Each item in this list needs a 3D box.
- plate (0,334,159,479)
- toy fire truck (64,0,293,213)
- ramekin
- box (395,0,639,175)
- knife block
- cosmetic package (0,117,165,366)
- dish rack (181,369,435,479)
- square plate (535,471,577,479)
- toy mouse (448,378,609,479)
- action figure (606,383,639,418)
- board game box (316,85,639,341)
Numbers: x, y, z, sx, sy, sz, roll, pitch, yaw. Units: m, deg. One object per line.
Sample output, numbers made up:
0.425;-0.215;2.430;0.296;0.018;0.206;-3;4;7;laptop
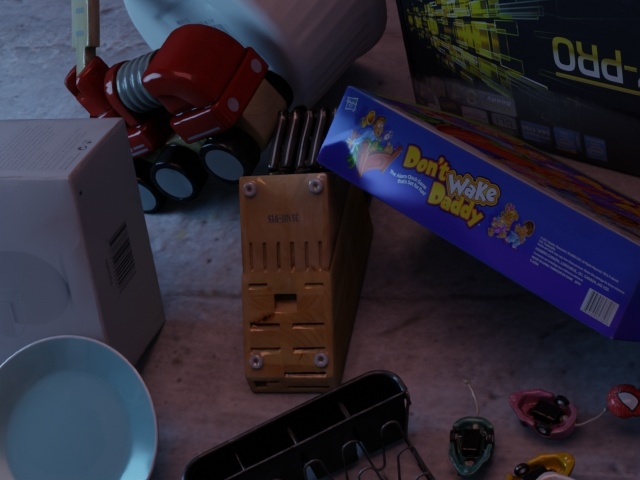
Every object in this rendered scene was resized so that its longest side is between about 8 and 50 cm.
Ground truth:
-0.230;0.180;1.418;0.188;0.024;0.188;-3;79;17;plate
-0.173;-0.179;1.606;0.217;0.246;0.158;-15;37;44;toy fire truck
-0.079;-0.254;1.672;0.277;0.277;0.135;21;64;32;ramekin
0.254;-0.217;1.495;0.395;0.318;0.097;19;56;30;box
0.000;0.000;1.543;0.088;0.242;0.276;-2;91;17;knife block
-0.289;0.011;1.486;0.224;0.224;0.138;0;28;16;cosmetic package
0.028;0.251;1.282;0.208;0.074;0.271;-26;45;-8;dish rack
0.205;0.349;0.991;0.344;0.049;0.347;21;59;33;square plate
0.165;0.171;1.348;0.161;0.031;0.143;-32;47;-15;toy mouse
0.368;0.151;1.258;0.280;0.091;0.139;0;35;17;action figure
0.197;-0.020;1.389;0.347;0.233;0.078;33;105;38;board game box
